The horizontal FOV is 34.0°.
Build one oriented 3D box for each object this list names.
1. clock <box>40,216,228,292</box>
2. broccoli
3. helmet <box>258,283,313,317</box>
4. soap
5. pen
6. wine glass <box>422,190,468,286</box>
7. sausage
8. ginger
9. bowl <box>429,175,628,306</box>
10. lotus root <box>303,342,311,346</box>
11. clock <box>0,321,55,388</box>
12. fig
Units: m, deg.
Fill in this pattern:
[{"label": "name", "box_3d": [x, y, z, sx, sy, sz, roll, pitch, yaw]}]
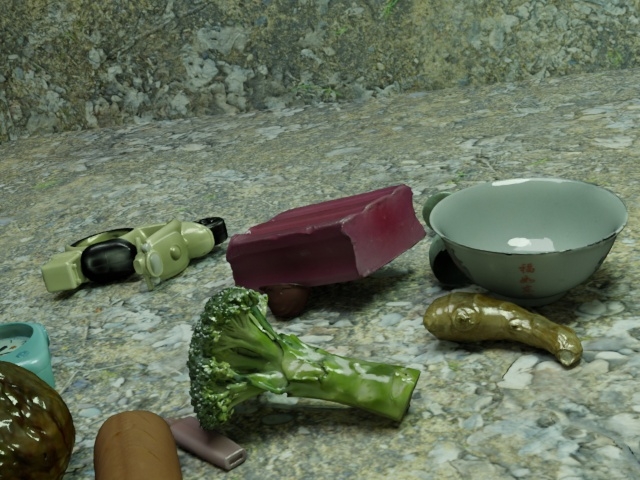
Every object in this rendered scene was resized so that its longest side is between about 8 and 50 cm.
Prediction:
[{"label": "clock", "box_3d": [-0.419, 0.030, 2.380, 0.379, 0.120, 0.276, -11, 15, 18]}, {"label": "broccoli", "box_3d": [-0.041, 0.202, 1.584, 0.361, 0.221, 0.252, 11, -3, 35]}, {"label": "helmet", "box_3d": [-0.068, 0.120, 2.006, 0.111, 0.057, 0.089, -9, -18, 40]}, {"label": "soap", "box_3d": [0.000, 0.000, 2.080, 0.359, 0.128, 0.233, -11, 13, 44]}, {"label": "pen", "box_3d": [-0.187, 0.305, 1.605, 0.053, 0.032, 0.197, -26, 27, -33]}, {"label": "wine glass", "box_3d": [0.190, 0.038, 2.120, 0.264, 0.096, 0.309, -32, 16, 14]}, {"label": "sausage", "box_3d": [-0.252, 0.329, 1.447, 0.121, 0.121, 0.304, -15, 18, -9]}, {"label": "ginger", "box_3d": [0.295, 0.141, 1.708, 0.294, 0.086, 0.131, 13, 9, 41]}, {"label": "bowl", "box_3d": [0.369, 0.018, 1.862, 0.345, 0.157, 0.345, -5, 24, 2]}, {"label": "lotus root", "box_3d": [-0.044, 0.200, 1.773, 0.099, 0.054, 0.049, 1, 30, 29]}, {"label": "clock", "box_3d": [-0.609, 0.234, 1.955, 0.223, 0.094, 0.274, -14, 18, -8]}, {"label": "fig", "box_3d": [-0.525, 0.241, 1.500, 0.286, 0.369, 0.286, -12, 30, 7]}]
